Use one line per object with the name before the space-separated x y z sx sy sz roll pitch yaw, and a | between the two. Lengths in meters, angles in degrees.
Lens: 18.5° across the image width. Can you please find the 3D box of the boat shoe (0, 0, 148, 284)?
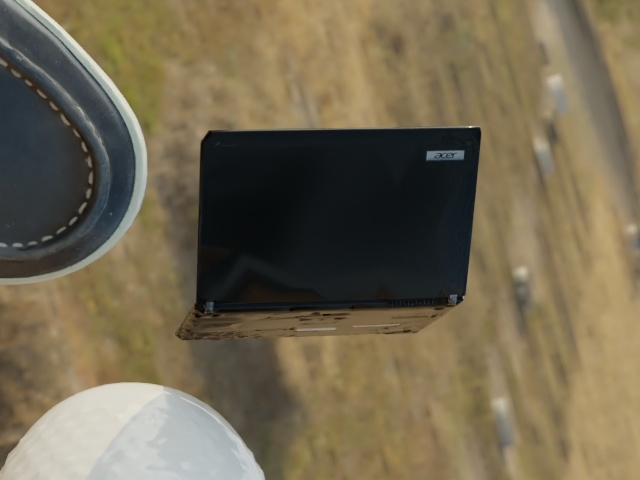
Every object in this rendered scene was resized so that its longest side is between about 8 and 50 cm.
boat shoe | -0.309 -0.109 0.999 0.500 0.187 0.156 31 9 -23

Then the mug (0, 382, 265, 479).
mug | -0.165 0.322 1.604 0.328 0.276 0.374 -92 -165 -44

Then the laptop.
laptop | 0.000 0.000 1.700 0.264 0.234 0.136 130 -42 -75
